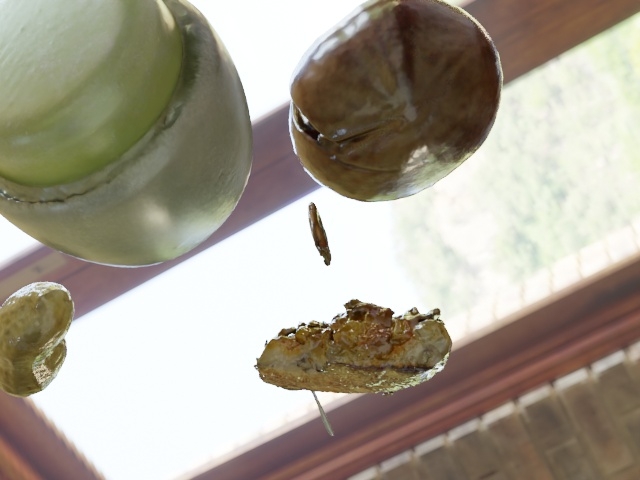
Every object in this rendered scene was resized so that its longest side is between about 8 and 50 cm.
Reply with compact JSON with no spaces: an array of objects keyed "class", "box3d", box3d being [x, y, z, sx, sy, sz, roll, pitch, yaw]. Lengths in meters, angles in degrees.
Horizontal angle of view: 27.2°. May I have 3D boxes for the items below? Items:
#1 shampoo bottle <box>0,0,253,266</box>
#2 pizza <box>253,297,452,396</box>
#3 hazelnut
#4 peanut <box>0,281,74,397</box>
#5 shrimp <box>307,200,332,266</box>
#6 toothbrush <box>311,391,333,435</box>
[{"class":"shampoo bottle","box3d":[-0.242,-0.134,1.519,0.317,0.323,0.322,57,-166,-51]},{"class":"pizza","box3d":[0.034,0.118,1.451,0.161,0.305,0.085,19,-109,-33]},{"class":"hazelnut","box3d":[0.129,-0.260,2.384,0.359,0.409,0.359,50,177,4]},{"class":"peanut","box3d":[-0.389,0.135,1.773,0.098,0.229,0.103,27,-126,0]},{"class":"shrimp","box3d":[0.000,0.000,2.069,0.091,0.025,0.127,-105,-2,-53]},{"class":"toothbrush","box3d":[-0.016,0.253,2.186,0.014,0.017,0.162,-142,28,-77]}]
